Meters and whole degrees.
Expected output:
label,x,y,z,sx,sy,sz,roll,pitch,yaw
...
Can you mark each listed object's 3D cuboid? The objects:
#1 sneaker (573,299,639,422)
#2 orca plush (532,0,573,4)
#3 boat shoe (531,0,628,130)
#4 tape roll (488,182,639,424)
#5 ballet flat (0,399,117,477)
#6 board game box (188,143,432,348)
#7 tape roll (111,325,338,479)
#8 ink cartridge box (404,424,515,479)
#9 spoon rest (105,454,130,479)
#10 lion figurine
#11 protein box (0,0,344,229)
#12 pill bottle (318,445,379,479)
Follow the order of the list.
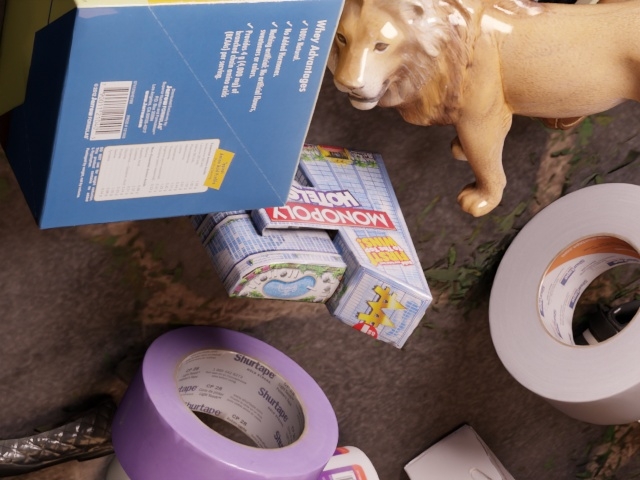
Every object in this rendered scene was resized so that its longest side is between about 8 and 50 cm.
label,x,y,z,sx,sy,sz,roll,pitch,yaw
sneaker,0.359,0.130,1.933,0.217,0.079,0.121,20,120,-41
orca plush,0.187,-0.255,1.422,0.151,0.102,0.287,-14,137,-19
boat shoe,0.293,-0.195,1.522,0.307,0.104,0.111,-51,163,24
tape roll,0.269,0.059,1.700,0.219,0.219,0.072,-41,139,12
ballet flat,-0.263,0.184,1.649,0.173,0.049,0.057,-9,164,-17
board game box,0.000,0.000,1.495,0.194,0.194,0.060,5,128,-35
tape roll,-0.085,0.168,1.617,0.189,0.189,0.080,4,128,-34
ink cartridge box,0.195,0.321,1.965,0.092,0.158,0.218,-33,139,3
spoon rest,-0.170,0.276,1.724,0.137,0.084,0.276,37,135,-6
lion figurine,0.198,-0.136,1.441,0.392,0.142,0.240,-4,133,8
protein box,-0.118,-0.132,1.335,0.201,0.136,0.200,-6,133,-26
pill bottle,-0.043,0.274,1.812,0.193,0.108,0.108,-8,135,-24
